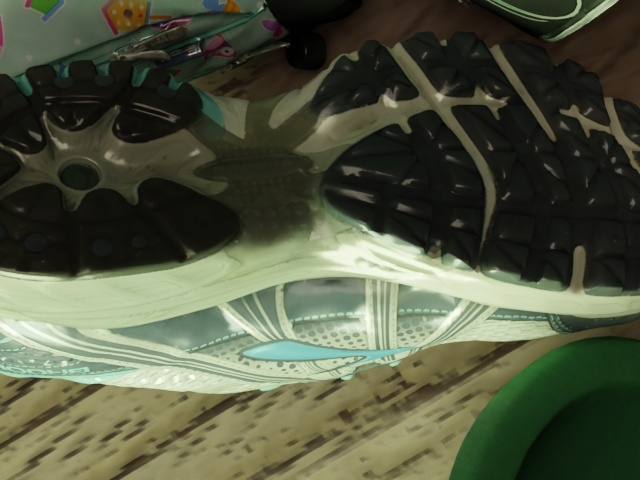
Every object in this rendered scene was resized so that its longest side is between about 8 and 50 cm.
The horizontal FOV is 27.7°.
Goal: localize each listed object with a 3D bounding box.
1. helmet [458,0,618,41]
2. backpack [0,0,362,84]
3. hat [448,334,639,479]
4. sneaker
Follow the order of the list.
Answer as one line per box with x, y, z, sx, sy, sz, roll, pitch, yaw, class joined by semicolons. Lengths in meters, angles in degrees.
0.068;-0.167;0.441;0.169;0.169;0.161;-44;97;3;helmet
-0.091;-0.116;0.476;0.182;0.115;0.152;-21;88;8;backpack
0.067;0.157;0.490;0.173;0.183;0.208;49;52;0;hat
0.000;0.000;0.474;0.283;0.122;0.110;1;57;-12;sneaker
